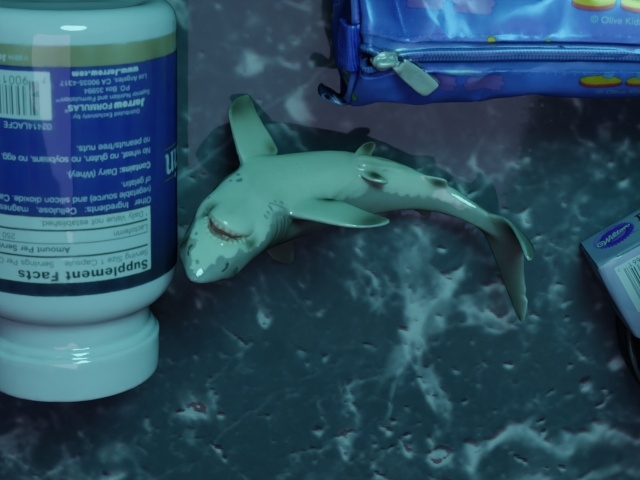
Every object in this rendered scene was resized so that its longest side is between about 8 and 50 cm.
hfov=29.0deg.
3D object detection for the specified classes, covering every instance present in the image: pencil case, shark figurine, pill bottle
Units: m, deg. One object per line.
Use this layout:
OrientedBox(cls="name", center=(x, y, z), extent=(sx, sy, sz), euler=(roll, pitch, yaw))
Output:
OrientedBox(cls="pencil case", center=(0.151, -0.145, 0.821), extent=(0.306, 0.133, 0.119), euler=(2, 131, 2))
OrientedBox(cls="shark figurine", center=(0.018, -0.012, 0.908), extent=(0.278, 0.166, 0.116), euler=(2, 136, -22))
OrientedBox(cls="pill bottle", center=(-0.174, -0.034, 0.843), extent=(0.153, 0.153, 0.265), euler=(1, 109, -4))

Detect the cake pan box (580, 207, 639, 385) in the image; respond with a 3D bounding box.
OrientedBox(cls="cake pan box", center=(0.364, 0.048, 0.945), extent=(0.267, 0.070, 0.246), euler=(-32, 105, 8))
